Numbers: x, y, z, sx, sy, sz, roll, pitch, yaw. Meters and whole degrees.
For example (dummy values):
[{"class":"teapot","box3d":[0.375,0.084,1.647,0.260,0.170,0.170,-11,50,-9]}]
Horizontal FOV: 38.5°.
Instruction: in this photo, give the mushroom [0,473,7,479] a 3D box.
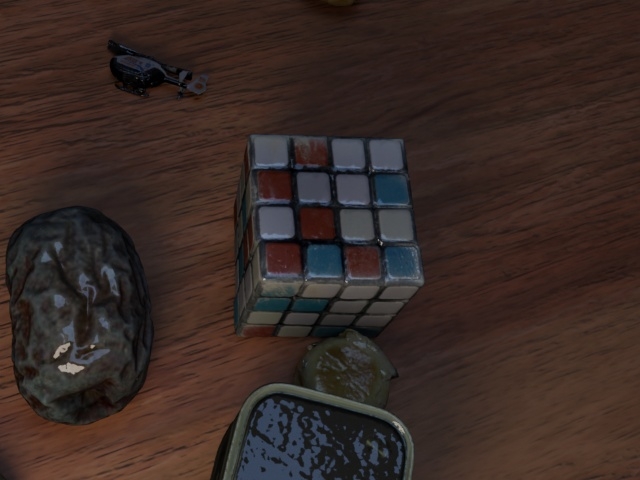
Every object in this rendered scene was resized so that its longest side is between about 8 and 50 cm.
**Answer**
[{"class":"mushroom","box3d":[-0.554,0.375,1.234,0.344,0.130,0.247,39,59,7]}]

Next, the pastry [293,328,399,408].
[{"class":"pastry","box3d":[0.035,0.226,1.460,0.165,0.088,0.166,5,65,-12]}]

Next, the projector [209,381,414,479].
[{"class":"projector","box3d":[-0.029,0.365,1.292,0.248,0.249,0.248,16,63,-7]}]

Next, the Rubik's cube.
[{"class":"Rubik's cube","box3d":[-0.001,0.000,1.460,0.256,0.259,0.254,1,67,-12]}]

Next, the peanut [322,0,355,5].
[{"class":"peanut","box3d":[0.030,-0.530,1.798,0.140,0.109,0.159,27,51,-12]}]

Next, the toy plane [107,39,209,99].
[{"class":"toy plane","box3d":[-0.300,-0.299,1.647,0.197,0.053,0.078,17,54,0]}]

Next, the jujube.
[{"class":"jujube","box3d":[-0.357,0.105,1.355,0.225,0.226,0.317,-8,62,-16]}]
